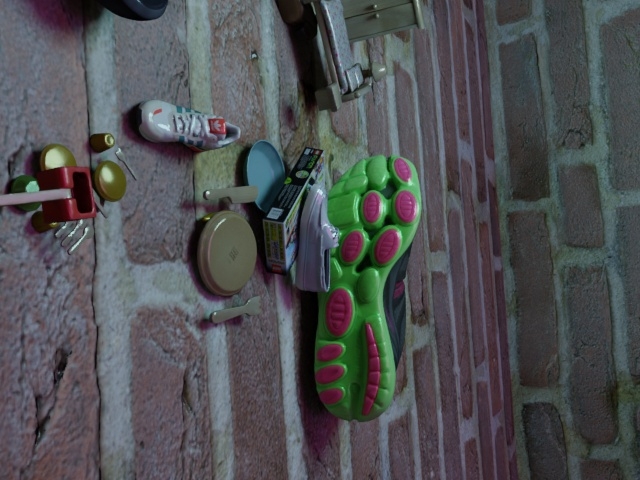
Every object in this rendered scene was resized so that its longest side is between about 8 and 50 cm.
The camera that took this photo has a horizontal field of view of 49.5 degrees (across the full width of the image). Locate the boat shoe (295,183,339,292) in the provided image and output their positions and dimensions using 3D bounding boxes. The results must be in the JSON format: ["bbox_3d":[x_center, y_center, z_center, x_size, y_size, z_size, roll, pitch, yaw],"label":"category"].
[{"bbox_3d":[0.000,0.000,1.135,0.066,0.063,0.184,-33,133,-71],"label":"boat shoe"}]

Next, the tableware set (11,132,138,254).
[{"bbox_3d":[-0.266,-0.064,0.753,0.104,0.024,0.154,63,35,-32],"label":"tableware set"}]

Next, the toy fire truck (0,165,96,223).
[{"bbox_3d":[-0.294,-0.026,0.556,0.192,0.135,0.047,-17,101,-64],"label":"toy fire truck"}]

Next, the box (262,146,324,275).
[{"bbox_3d":[-0.040,-0.052,1.150,0.207,0.036,0.114,-65,161,-45],"label":"box"}]

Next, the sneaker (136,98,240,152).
[{"bbox_3d":[-0.167,-0.152,0.904,0.161,0.076,0.057,9,78,-63],"label":"sneaker"}]

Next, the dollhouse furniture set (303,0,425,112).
[{"bbox_3d":[0.081,-0.431,1.282,0.355,0.174,0.303,-60,138,-64],"label":"dollhouse furniture set"}]

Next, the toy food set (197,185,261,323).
[{"bbox_3d":[-0.136,0.018,0.993,0.132,0.039,0.191,-9,99,-57],"label":"toy food set"}]

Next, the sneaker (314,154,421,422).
[{"bbox_3d":[0.077,0.078,1.268,0.202,0.186,0.482,41,59,-81],"label":"sneaker"}]

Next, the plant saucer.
[{"bbox_3d":[-0.093,-0.100,1.107,0.119,0.021,0.119,16,72,-62],"label":"plant saucer"}]

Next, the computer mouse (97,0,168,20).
[{"bbox_3d":[-0.234,-0.358,0.824,0.188,0.072,0.272,45,34,-50],"label":"computer mouse"}]

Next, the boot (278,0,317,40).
[{"bbox_3d":[-0.039,-0.419,1.260,0.087,0.042,0.118,-73,148,-49],"label":"boot"}]
